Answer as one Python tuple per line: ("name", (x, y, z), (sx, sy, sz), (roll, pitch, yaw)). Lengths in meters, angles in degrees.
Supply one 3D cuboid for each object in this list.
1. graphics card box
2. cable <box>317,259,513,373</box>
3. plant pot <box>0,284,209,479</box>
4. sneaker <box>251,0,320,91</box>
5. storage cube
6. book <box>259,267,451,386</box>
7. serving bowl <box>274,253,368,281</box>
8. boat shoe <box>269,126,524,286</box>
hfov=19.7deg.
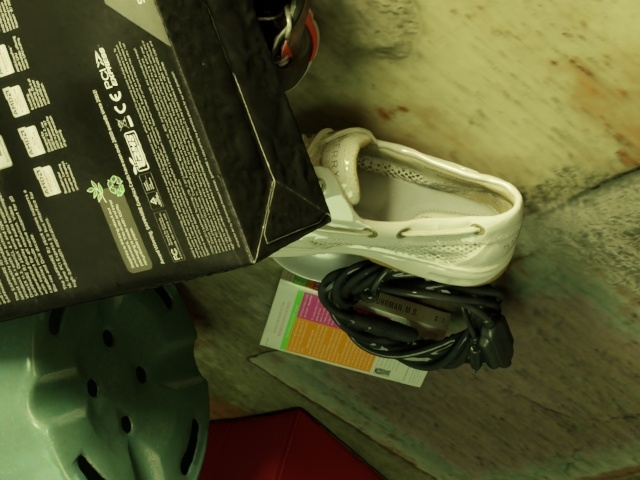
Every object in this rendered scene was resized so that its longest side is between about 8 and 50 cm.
("graphics card box", (-0.185, -0.073, 1.262), (0.371, 0.094, 0.232), (-14, 100, 43))
("cable", (0.072, 0.051, 1.444), (0.151, 0.047, 0.184), (9, 158, 22))
("plant pot", (-0.298, 0.146, 1.574), (0.334, 0.341, 0.341), (-12, 139, 28))
("sneaker", (-0.035, -0.139, 1.221), (0.061, 0.065, 0.158), (14, 148, 6))
("storage cube", (-0.057, 0.297, 1.791), (0.184, 0.193, 0.215), (-13, 137, 39))
("book", (0.029, 0.072, 1.554), (0.144, 0.035, 0.096), (18, 145, -1))
("serving bowl", (0.000, 0.000, 1.457), (0.083, 0.027, 0.083), (13, 149, 8))
("boat shoe", (0.012, -0.043, 1.327), (0.277, 0.098, 0.096), (9, 148, -4))
